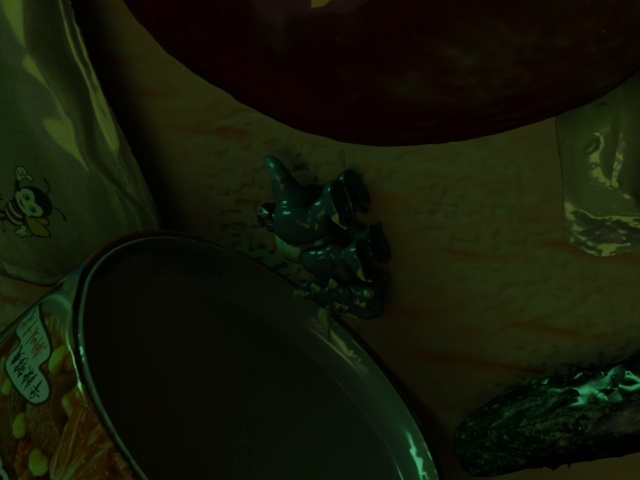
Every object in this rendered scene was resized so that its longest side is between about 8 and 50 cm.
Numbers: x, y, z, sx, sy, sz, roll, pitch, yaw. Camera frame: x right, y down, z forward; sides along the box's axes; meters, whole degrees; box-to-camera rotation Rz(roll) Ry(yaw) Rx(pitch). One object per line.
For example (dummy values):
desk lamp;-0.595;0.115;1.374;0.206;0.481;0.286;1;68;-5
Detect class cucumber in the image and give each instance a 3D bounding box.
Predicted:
cucumber;0.155;0.057;0.769;0.257;0.043;0.044;-18;99;35

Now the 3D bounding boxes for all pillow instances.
pillow;-0.147;-0.082;0.871;0.131;0.038;0.232;-1;115;32

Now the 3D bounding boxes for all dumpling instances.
dumpling;0.120;-0.036;0.734;0.057;0.076;0.052;2;137;32

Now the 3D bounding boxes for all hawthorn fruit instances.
hawthorn fruit;0.035;-0.129;0.639;0.235;0.263;0.231;-1;139;1

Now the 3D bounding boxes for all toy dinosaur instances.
toy dinosaur;0.000;0.000;0.833;0.047;0.030;0.083;-16;104;31

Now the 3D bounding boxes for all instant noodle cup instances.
instant noodle cup;-0.076;0.131;0.821;0.250;0.250;0.192;46;118;2
